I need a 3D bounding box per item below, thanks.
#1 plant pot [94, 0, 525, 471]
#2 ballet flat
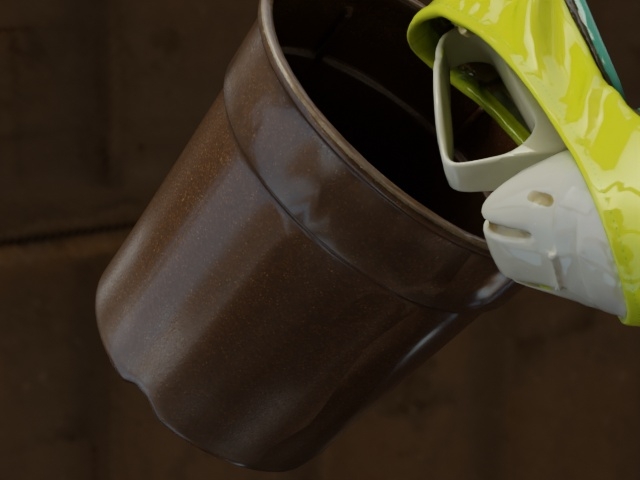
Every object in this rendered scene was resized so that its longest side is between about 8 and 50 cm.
[{"bbox_3d":[0.000,0.000,0.835,0.167,0.167,0.165,14,-51,-38],"label":"plant pot"},{"bbox_3d":[0.086,-0.025,0.696,0.077,0.231,0.077,-21,-49,-2],"label":"ballet flat"}]
